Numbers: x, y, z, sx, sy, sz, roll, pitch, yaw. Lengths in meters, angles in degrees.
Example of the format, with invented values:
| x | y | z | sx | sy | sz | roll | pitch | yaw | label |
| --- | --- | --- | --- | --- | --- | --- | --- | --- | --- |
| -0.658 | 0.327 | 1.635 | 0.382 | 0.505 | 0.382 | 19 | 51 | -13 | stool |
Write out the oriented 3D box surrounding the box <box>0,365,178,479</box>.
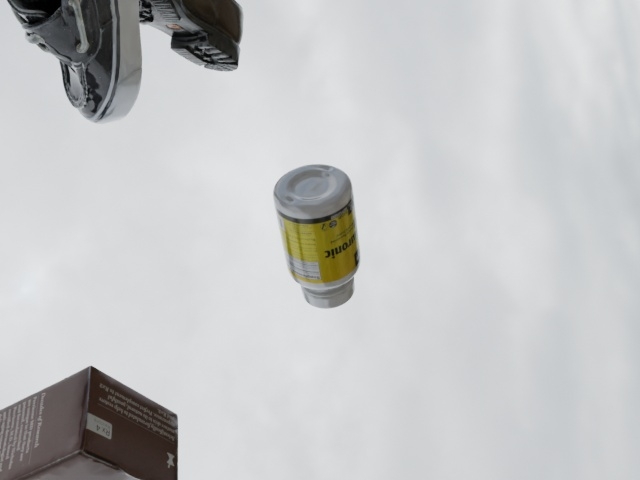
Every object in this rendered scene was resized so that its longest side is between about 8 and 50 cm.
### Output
| x | y | z | sx | sy | sz | roll | pitch | yaw | label |
| --- | --- | --- | --- | --- | --- | --- | --- | --- | --- |
| -0.410 | 0.337 | 1.096 | 0.191 | 0.381 | 0.143 | 46 | -153 | -43 | box |

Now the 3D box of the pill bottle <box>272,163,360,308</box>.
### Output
| x | y | z | sx | sy | sz | roll | pitch | yaw | label |
| --- | --- | --- | --- | --- | --- | --- | --- | --- | --- |
| 0.000 | 0.000 | 0.638 | 0.065 | 0.065 | 0.116 | -65 | -25 | -44 | pill bottle |

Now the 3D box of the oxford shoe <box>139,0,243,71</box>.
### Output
| x | y | z | sx | sy | sz | roll | pitch | yaw | label |
| --- | --- | --- | --- | --- | --- | --- | --- | --- | --- |
| -0.156 | -0.268 | 0.798 | 0.227 | 0.082 | 0.096 | 30 | -110 | -62 | oxford shoe |

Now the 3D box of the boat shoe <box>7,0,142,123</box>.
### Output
| x | y | z | sx | sy | sz | roll | pitch | yaw | label |
| --- | --- | --- | --- | --- | --- | --- | --- | --- | --- |
| -0.212 | -0.204 | 0.642 | 0.102 | 0.301 | 0.108 | -25 | -110 | -29 | boat shoe |
